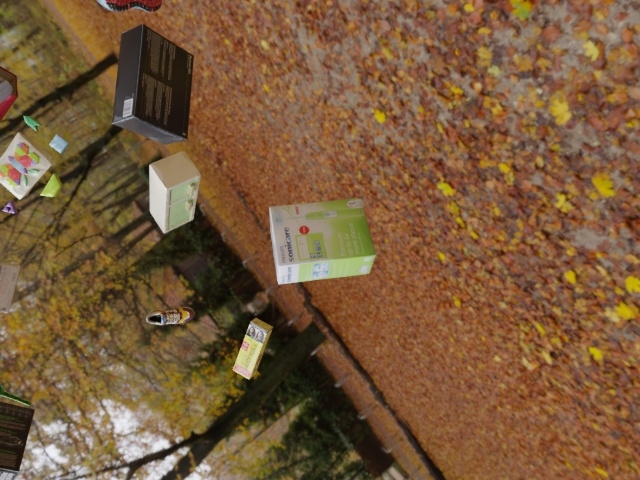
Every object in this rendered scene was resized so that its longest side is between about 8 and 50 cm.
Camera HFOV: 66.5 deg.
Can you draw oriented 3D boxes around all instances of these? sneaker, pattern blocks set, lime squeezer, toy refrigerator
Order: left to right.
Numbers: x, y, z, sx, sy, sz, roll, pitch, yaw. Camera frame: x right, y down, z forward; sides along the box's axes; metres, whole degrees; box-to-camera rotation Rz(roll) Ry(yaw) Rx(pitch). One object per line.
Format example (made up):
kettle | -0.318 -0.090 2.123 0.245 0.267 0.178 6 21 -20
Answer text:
lime squeezer | -1.246 0.553 1.837 0.110 0.059 0.310 12 145 35
pattern blocks set | -0.991 -0.245 1.612 0.285 0.325 0.026 29 -173 -5
sneaker | -0.712 -0.911 1.810 0.125 0.262 0.104 24 123 26
sneaker | -0.606 0.312 1.974 0.084 0.185 0.070 -130 34 -82
toy refrigerator | -0.409 -0.125 1.367 0.094 0.102 0.269 54 151 10

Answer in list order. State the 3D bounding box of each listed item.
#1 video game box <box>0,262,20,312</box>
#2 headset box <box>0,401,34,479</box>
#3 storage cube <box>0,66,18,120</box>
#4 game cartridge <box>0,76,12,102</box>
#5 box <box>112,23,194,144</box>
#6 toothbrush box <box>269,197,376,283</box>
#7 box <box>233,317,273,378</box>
video game box | -1.328 0.190 1.958 0.048 0.205 0.187 16 -179 23
headset box | -1.085 0.717 1.617 0.131 0.246 0.283 28 -164 -30
storage cube | -1.165 -0.499 1.643 0.215 0.193 0.184 32 -162 -47
game cartridge | -0.998 -0.345 1.334 0.196 0.294 0.060 21 151 37
box | -0.457 -0.422 1.350 0.103 0.261 0.184 -4 169 34
toothbrush box | 0.000 0.000 1.453 0.122 0.283 0.206 97 165 -58
box | -0.273 0.436 1.971 0.087 0.232 0.058 26 -164 14
